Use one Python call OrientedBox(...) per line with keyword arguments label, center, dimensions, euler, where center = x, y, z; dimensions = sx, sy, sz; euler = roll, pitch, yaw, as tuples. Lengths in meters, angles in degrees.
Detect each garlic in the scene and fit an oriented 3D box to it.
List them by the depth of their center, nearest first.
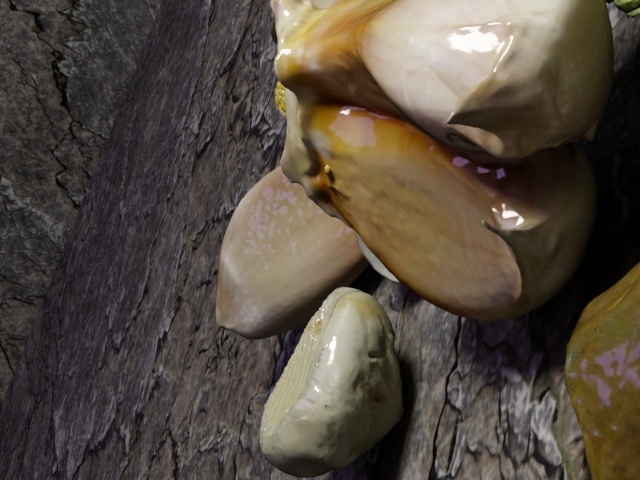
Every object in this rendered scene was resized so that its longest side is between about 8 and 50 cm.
OrientedBox(label="garlic", center=(0.099, -0.087, 1.197), dimensions=(0.313, 0.249, 0.286), euler=(14, 93, 52))
OrientedBox(label="garlic", center=(-0.003, -0.008, 1.661), dimensions=(0.318, 0.112, 0.143), euler=(-41, 57, 48))

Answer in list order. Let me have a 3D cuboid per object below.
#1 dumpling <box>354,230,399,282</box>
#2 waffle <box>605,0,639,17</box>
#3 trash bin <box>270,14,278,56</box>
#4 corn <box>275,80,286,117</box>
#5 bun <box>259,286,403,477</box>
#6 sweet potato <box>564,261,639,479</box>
OrientedBox(label="dumpling", center=(0.056, -0.054, 1.491), dimensions=(0.229, 0.124, 0.151), euler=(53, 143, 30))
OrientedBox(label="waffle", center=(0.288, -0.290, 1.121), dimensions=(0.297, 0.073, 0.317), euler=(170, 118, -72))
OrientedBox(label="trash bin", center=(0.071, -0.260, 1.588), dimensions=(0.209, 0.182, 0.290), euler=(-42, 28, 59))
OrientedBox(label="corn", center=(0.025, -0.235, 1.856), dimensions=(0.081, 0.081, 0.248), euler=(-97, 30, -54))
OrientedBox(label="bun", center=(0.022, 0.131, 1.454), dimensions=(0.183, 0.102, 0.183), euler=(-62, 8, 15))
OrientedBox(label="sweet potato", center=(0.241, 0.032, 0.829), dimensions=(0.369, 0.158, 0.157), euler=(-49, 27, 36))
